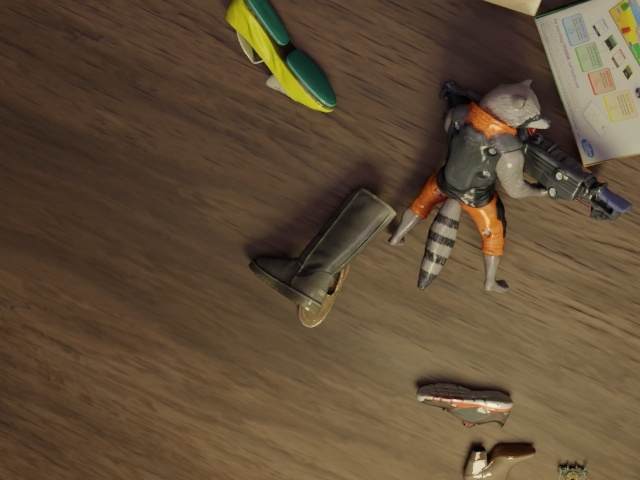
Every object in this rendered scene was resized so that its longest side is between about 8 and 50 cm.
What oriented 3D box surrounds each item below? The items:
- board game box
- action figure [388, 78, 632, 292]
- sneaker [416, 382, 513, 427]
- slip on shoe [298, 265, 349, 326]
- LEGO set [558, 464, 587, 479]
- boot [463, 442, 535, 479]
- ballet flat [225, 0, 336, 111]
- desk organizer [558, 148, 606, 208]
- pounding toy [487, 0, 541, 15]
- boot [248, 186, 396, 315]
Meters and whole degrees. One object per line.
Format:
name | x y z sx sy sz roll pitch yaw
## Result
board game box | 0.479 -0.250 1.519 0.316 0.064 0.242 -9 105 48
action figure | 0.260 -0.072 1.580 0.341 0.178 0.330 32 124 28
sneaker | 0.232 0.277 1.759 0.158 0.061 0.065 9 109 5
slip on shoe | 0.005 0.083 1.747 0.051 0.041 0.135 32 104 -2
LEGO set | 0.423 0.393 1.786 0.054 0.023 0.083 -30 111 14
boot | 0.296 0.383 1.788 0.118 0.042 0.087 -1 109 7
ballet flat | -0.066 -0.281 1.667 0.077 0.077 0.231 -34 94 33
desk organizer | 0.371 -0.108 1.665 0.130 0.047 0.050 34 101 -2
pounding toy | 0.272 -0.419 1.571 0.130 0.141 0.100 18 132 2
boot | 0.001 0.001 1.703 0.189 0.076 0.208 29 87 43
